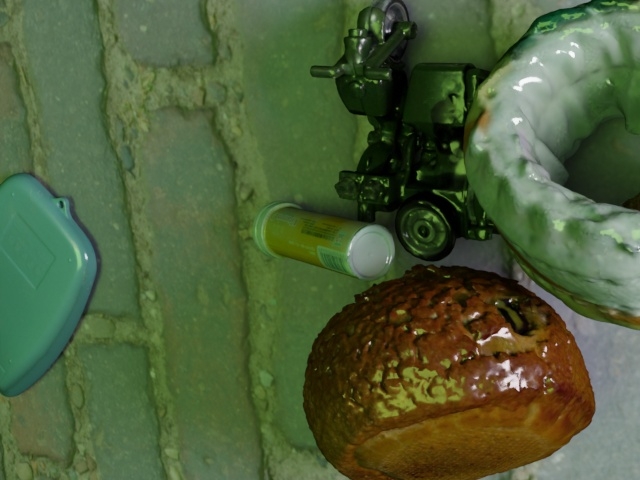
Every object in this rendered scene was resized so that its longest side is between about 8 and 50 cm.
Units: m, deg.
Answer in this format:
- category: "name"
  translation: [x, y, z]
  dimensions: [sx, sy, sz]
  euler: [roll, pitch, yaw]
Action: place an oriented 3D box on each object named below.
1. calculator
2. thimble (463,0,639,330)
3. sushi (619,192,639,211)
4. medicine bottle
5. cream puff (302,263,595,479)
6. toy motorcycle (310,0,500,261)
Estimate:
- category: "calculator"
  translation: [-0.494, 0.072, 1.359]
  dimensions: [0.256, 0.054, 0.386]
  euler: [46, 117, 14]
- category: "thimble"
  translation: [0.268, -0.068, 0.724]
  dimensions: [0.254, 0.167, 0.288]
  euler: [-40, 52, 5]
- category: "sushi"
  translation: [0.340, -0.042, 0.817]
  dimensions: [0.061, 0.060, 0.118]
  euler: [44, 118, 20]
- category: "medicine bottle"
  translation: [0.000, 0.000, 0.968]
  dimensions: [0.218, 0.073, 0.074]
  euler: [15, 112, 59]
- category: "cream puff"
  translation: [0.122, 0.137, 0.883]
  dimensions: [0.303, 0.303, 0.212]
  euler: [-32, 52, 33]
- category: "toy motorcycle"
  translation: [0.110, -0.120, 0.899]
  dimensions: [0.205, 0.127, 0.275]
  euler: [9, 110, 32]
